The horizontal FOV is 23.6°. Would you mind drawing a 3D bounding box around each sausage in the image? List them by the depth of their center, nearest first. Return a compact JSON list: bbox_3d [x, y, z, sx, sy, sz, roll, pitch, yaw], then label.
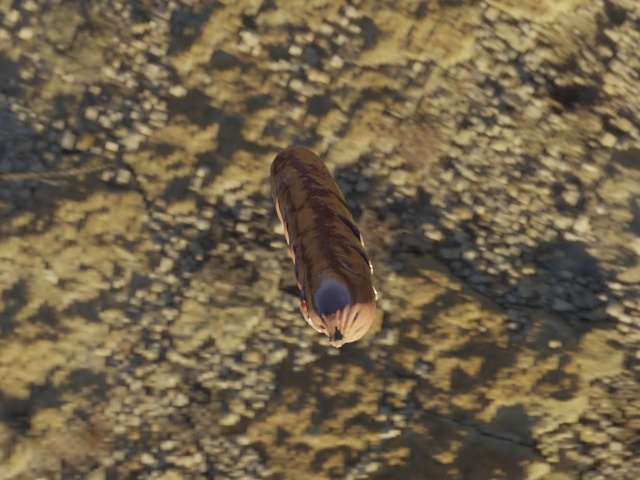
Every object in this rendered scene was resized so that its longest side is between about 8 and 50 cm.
[{"bbox_3d":[0.001,-0.001,1.741,0.088,0.088,0.433,-45,26,15],"label":"sausage"}]
